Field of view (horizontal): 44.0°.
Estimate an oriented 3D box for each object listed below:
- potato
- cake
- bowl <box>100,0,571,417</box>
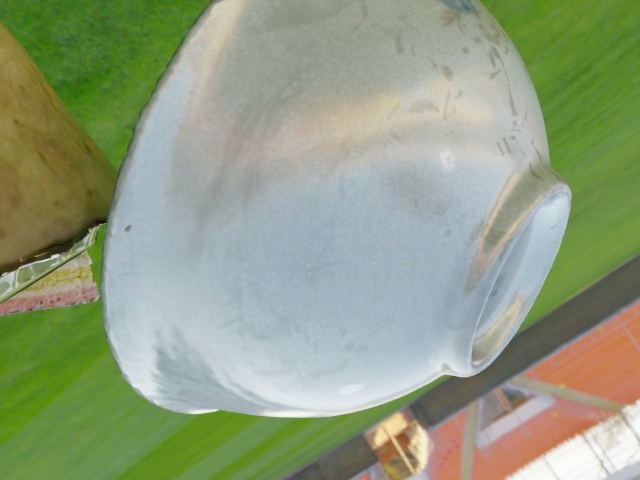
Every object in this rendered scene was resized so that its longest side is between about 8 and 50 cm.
[{"bbox_3d":[-0.247,-0.048,0.457,0.242,0.242,0.285,-39,-179,26],"label":"potato"},{"bbox_3d":[-0.423,0.047,1.128,0.226,0.109,0.090,-9,-179,2],"label":"cake"},{"bbox_3d":[0.046,-0.009,0.437,0.313,0.146,0.313,-42,146,-37],"label":"bowl"}]
